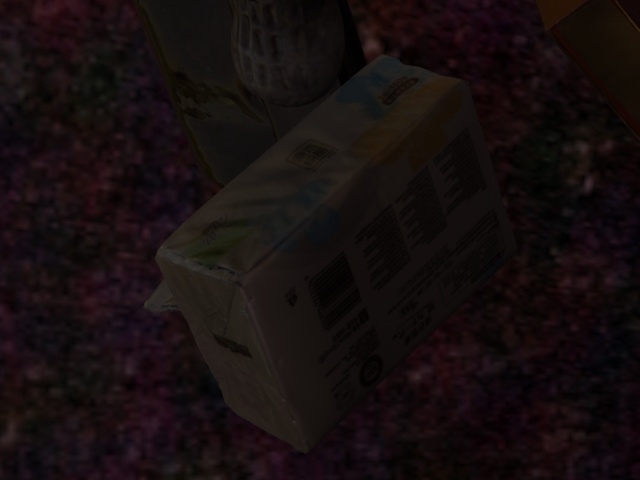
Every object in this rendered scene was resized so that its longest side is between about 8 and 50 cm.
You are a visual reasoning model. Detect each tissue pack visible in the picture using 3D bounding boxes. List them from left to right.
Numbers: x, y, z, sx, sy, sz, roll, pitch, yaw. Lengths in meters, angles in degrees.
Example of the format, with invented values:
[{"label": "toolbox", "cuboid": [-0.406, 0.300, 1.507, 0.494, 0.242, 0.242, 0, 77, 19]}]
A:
[{"label": "tissue pack", "cuboid": [0.000, 0.000, 1.256, 0.145, 0.229, 0.159, 21, 144, 43]}]

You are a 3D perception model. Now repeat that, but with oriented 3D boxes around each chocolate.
[{"label": "chocolate", "cuboid": [-0.022, -0.149, 1.042, 0.072, 0.072, 0.167, 38, 148, 39]}]

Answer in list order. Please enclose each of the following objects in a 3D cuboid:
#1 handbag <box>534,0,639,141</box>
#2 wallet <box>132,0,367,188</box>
[{"label": "handbag", "cuboid": [0.202, -0.116, 1.163, 0.062, 0.190, 0.127, -35, 32, 18]}, {"label": "wallet", "cuboid": [-0.075, -0.207, 1.439, 0.228, 0.062, 0.406, 14, 136, 42]}]
